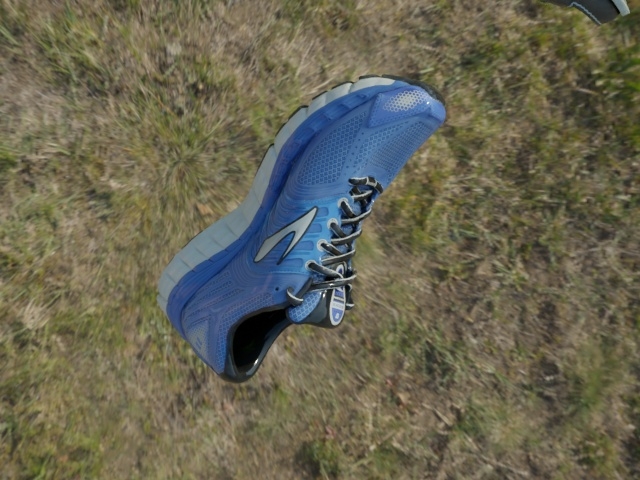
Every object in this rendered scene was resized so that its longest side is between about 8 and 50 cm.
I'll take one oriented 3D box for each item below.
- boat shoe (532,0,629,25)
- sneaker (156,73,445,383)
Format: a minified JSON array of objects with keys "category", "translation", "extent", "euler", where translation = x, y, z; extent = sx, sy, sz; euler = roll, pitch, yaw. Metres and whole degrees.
[{"category":"boat shoe","translation":[0.195,-0.252,0.752],"extent":[0.068,0.081,0.227],"euler":[-38,136,27]},{"category":"sneaker","translation":[0.000,0.000,0.752],"extent":[0.330,0.129,0.147],"euler":[-49,58,20]}]
